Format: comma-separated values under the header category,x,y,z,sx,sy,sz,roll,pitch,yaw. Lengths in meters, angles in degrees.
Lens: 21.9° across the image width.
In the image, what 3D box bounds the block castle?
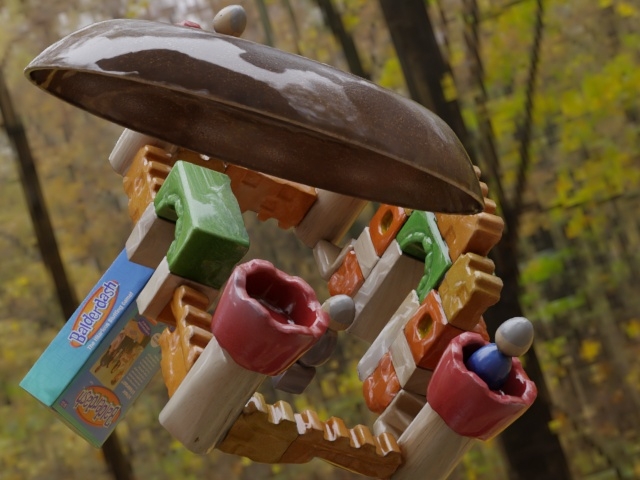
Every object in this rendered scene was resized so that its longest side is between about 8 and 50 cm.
category,x,y,z,sx,sy,sz,roll,pitch,yaw
block castle,0.000,0.000,1.479,0.303,0.453,0.213,20,-61,-27

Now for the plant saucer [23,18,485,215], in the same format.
category,x,y,z,sx,sy,sz,roll,pitch,yaw
plant saucer,-0.037,-0.083,1.078,0.310,0.050,0.310,15,-4,1

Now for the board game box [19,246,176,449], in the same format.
category,x,y,z,sx,sy,sz,roll,pitch,yaw
board game box,-0.207,0.102,1.720,0.210,0.047,0.160,-54,-22,-13
